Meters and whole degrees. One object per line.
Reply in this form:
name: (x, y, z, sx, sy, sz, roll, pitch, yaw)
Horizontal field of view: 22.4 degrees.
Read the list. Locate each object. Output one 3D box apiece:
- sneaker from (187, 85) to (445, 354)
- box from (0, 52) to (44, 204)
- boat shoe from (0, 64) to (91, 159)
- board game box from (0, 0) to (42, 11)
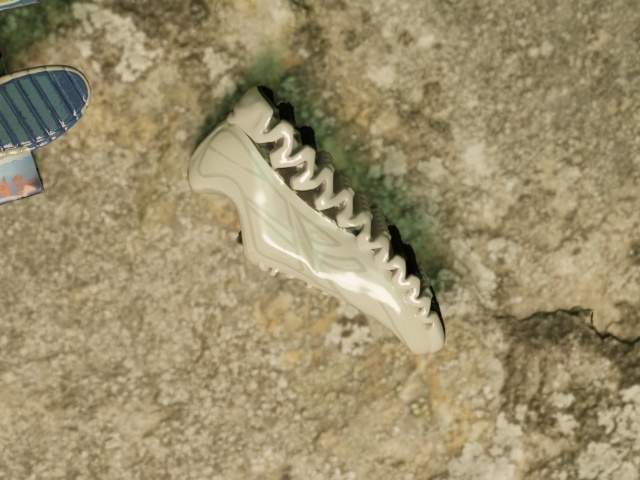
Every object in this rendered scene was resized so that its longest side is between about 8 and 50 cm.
sneaker: (0.000, 0.000, 1.463, 0.118, 0.110, 0.292, -40, 99, 8)
box: (-0.374, -0.085, 1.394, 0.233, 0.044, 0.159, -18, 106, -7)
boat shoe: (-0.277, -0.098, 1.350, 0.183, 0.066, 0.066, -25, 104, 1)
board game box: (-0.324, -0.286, 1.363, 0.136, 0.035, 0.201, -14, 105, -7)
